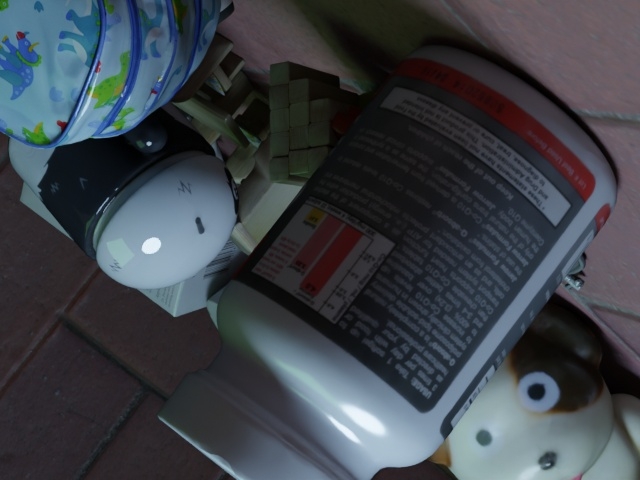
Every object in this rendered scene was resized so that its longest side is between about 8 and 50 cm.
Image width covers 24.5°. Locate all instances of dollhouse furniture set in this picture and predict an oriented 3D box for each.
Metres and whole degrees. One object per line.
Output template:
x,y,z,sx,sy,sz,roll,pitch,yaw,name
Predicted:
-0.119,-0.113,1.670,0.242,0.161,0.212,33,170,26,dollhouse furniture set

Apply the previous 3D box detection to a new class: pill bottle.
0.050,0.044,1.157,0.210,0.363,0.210,37,171,7,pill bottle

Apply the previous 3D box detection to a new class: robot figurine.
-0.206,-0.079,1.522,0.278,0.173,0.209,47,-165,19,robot figurine

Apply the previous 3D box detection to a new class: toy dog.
0.273,0.230,1.707,0.408,0.285,0.395,47,-157,-53,toy dog

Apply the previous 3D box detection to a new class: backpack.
-0.264,-0.236,1.287,0.356,0.290,0.273,29,-152,-8,backpack

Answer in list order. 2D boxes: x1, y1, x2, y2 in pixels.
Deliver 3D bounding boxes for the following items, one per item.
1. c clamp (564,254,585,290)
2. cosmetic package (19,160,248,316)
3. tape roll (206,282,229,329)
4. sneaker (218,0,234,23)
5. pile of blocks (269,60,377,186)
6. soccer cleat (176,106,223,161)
0.198,-0.003,1.440,0.161,0.022,0.137,38,170,-2,c clamp
-0.275,-0.068,2.245,0.365,0.197,0.155,36,-147,28,cosmetic package
-0.028,0.131,2.177,0.246,0.169,0.246,47,165,17,tape roll
-0.232,-0.278,1.446,0.296,0.124,0.178,0,121,29,sneaker
0.090,-0.051,1.373,0.113,0.149,0.362,-5,148,33,pile of blocks
-0.277,-0.174,2.123,0.331,0.116,0.143,32,170,30,soccer cleat
